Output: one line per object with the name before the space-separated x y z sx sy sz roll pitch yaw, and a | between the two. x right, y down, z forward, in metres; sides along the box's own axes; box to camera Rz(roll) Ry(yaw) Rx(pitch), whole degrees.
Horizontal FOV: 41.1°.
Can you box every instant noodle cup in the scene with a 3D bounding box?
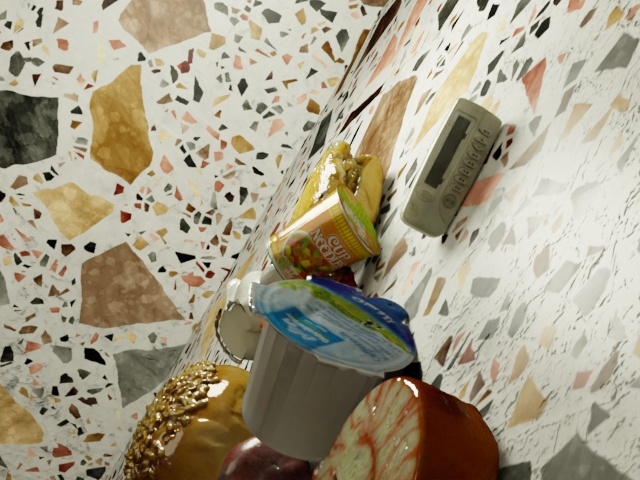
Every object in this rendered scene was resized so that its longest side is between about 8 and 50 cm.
instant noodle cup | 0.000 0.000 1.688 0.185 0.168 0.168 -29 22 15

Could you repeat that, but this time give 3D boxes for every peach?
peach | -0.085 0.388 1.400 0.152 0.152 0.152 -57 13 20

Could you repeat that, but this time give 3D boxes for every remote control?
remote control | 0.211 -0.118 1.411 0.230 0.090 0.049 -62 8 1

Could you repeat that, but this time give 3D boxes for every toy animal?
toy animal | -0.125 0.166 1.918 0.154 0.208 0.325 -32 4 -35

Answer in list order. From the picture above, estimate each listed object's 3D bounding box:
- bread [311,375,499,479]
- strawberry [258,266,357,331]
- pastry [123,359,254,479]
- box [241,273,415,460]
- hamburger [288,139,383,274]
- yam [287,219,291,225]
bread | 0.070 0.316 0.958 0.327 0.114 0.295 -62 12 -10
strawberry | 0.002 0.151 1.656 0.190 0.111 0.236 -20 15 49
pastry | -0.265 0.434 1.767 0.409 0.245 0.409 -58 10 17
box | 0.001 0.198 1.322 0.291 0.262 0.206 -10 -53 -55
hamburger | 0.025 -0.069 1.904 0.318 0.158 0.318 -56 14 22
yam | -0.031 -0.032 2.189 0.259 0.106 0.106 -54 14 30
